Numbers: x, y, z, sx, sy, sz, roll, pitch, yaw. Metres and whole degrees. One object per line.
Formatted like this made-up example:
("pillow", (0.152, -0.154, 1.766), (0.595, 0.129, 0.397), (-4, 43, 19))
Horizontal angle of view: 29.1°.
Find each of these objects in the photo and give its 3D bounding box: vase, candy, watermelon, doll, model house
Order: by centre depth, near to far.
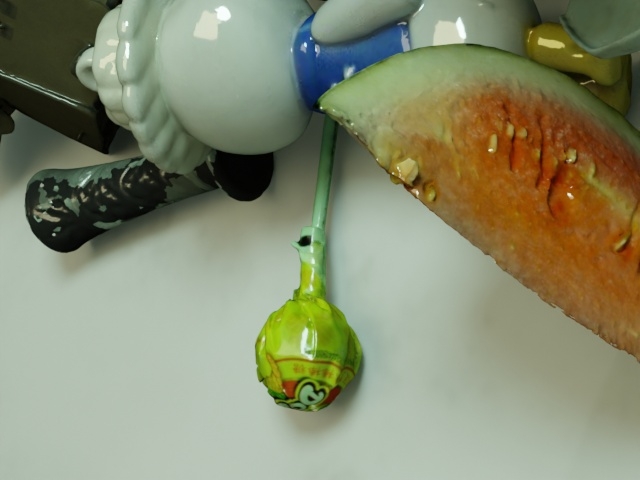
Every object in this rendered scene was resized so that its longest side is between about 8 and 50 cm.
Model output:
("watermelon", (0.104, -0.008, 0.523), (0.063, 0.245, 0.119), (-41, 19, 32))
("doll", (0.007, -0.090, 0.629), (0.293, 0.138, 0.119), (1, 65, 20))
("candy", (0.000, 0.000, 0.693), (0.062, 0.058, 0.194), (141, 139, -62))
("vase", (-0.110, -0.036, 0.772), (0.167, 0.059, 0.059), (-14, 71, 35))
("model house", (-0.212, -0.153, 0.822), (0.243, 0.211, 0.204), (-62, 1, 44))

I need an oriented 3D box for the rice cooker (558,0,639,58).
("rice cooker", (0.176, -0.203, 0.446), (0.317, 0.316, 0.264), (-53, 28, 16))
